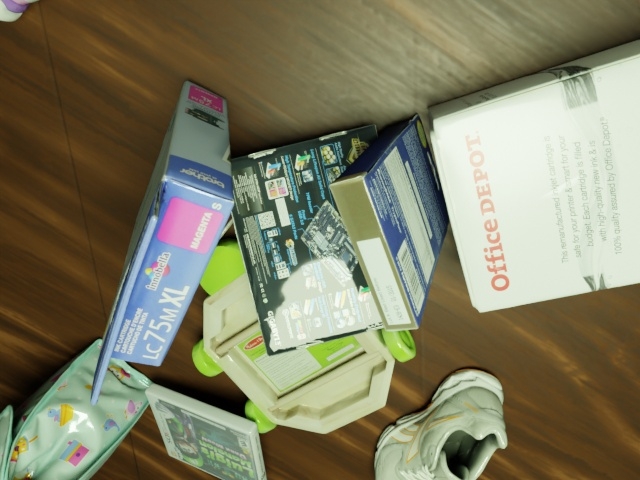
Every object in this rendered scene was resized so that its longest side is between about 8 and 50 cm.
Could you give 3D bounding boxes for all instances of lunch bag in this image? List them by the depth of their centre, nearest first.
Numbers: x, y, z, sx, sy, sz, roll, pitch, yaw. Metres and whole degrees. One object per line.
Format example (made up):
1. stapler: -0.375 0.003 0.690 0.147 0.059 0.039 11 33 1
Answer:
1. lunch bag: -0.402 0.306 0.643 0.223 0.262 0.160 -39 102 23

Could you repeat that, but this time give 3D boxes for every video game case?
1. video game case: -0.176 0.313 0.698 0.190 0.022 0.173 12 126 20

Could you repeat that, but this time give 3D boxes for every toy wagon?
1. toy wagon: -0.051 0.115 0.609 0.267 0.068 0.344 -34 103 21

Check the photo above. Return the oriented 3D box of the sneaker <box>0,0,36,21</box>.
1. sneaker: -0.330 -0.357 0.448 0.104 0.095 0.237 -8 116 6

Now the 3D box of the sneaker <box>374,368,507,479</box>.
1. sneaker: 0.155 0.299 0.621 0.099 0.121 0.263 30 115 -3

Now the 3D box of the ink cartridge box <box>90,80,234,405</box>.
1. ink cartridge box: -0.145 -0.022 0.436 0.065 0.311 0.186 19 117 -21

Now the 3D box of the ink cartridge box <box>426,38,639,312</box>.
1. ink cartridge box: 0.269 -0.070 0.443 0.288 0.122 0.211 -14 110 15

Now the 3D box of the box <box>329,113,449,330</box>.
1. box: 0.082 -0.034 0.441 0.036 0.225 0.137 -12 111 29

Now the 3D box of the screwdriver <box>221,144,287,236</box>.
1. screwdriver: -0.090 -0.047 0.531 0.170 0.024 0.025 -47 112 -6

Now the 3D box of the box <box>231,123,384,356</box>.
1. box: 0.000 0.000 0.500 0.175 0.051 0.221 -14 91 -1
